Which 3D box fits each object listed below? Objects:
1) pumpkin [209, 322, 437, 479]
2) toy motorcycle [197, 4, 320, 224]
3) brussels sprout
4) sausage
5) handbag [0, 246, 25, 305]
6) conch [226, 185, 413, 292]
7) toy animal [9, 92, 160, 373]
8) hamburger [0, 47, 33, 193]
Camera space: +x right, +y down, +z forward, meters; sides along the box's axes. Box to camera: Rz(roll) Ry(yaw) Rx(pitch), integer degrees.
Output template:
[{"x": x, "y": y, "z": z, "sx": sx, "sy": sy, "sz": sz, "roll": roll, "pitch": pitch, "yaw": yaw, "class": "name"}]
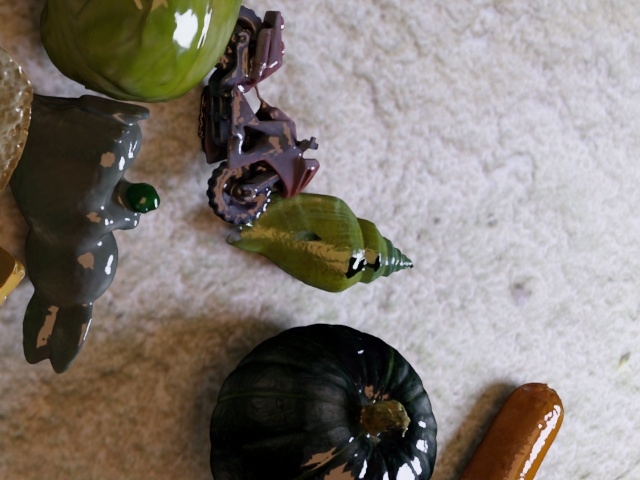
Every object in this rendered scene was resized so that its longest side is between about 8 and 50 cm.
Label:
[{"x": 0.013, "y": 0.201, "z": 1.639, "sx": 0.250, "sy": 0.216, "sz": 0.250, "roll": 22, "pitch": 56, "yaw": -36, "class": "pumpkin"}, {"x": -0.059, "y": -0.124, "z": 1.580, "sx": 0.118, "sy": 0.084, "sz": 0.213, "roll": -7, "pitch": 101, "yaw": -25, "class": "toy motorcycle"}, {"x": -0.148, "y": -0.222, "z": 1.435, "sx": 0.223, "sy": 0.161, "sz": 0.223, "roll": -37, "pitch": 149, "yaw": -28, "class": "brussels sprout"}, {"x": 0.217, "y": 0.253, "z": 1.875, "sx": 0.076, "sy": 0.076, "sz": 0.197, "roll": 37, "pitch": 79, "yaw": -36, "class": "sausage"}, {"x": -0.312, "y": 0.024, "z": 1.446, "sx": 0.061, "sy": 0.083, "sz": 0.027, "roll": -54, "pitch": 164, "yaw": -9, "class": "handbag"}, {"x": 0.003, "y": 0.001, "z": 1.665, "sx": 0.200, "sy": 0.079, "sz": 0.095, "roll": 28, "pitch": 67, "yaw": -28, "class": "conch"}, {"x": -0.229, "y": -0.009, "z": 1.485, "sx": 0.125, "sy": 0.127, "sz": 0.251, "roll": -13, "pitch": 122, "yaw": -51, "class": "toy animal"}, {"x": -0.373, "y": -0.085, "z": 1.306, "sx": 0.162, "sy": 0.209, "sz": 0.330, "roll": 28, "pitch": 116, "yaw": -41, "class": "hamburger"}]
